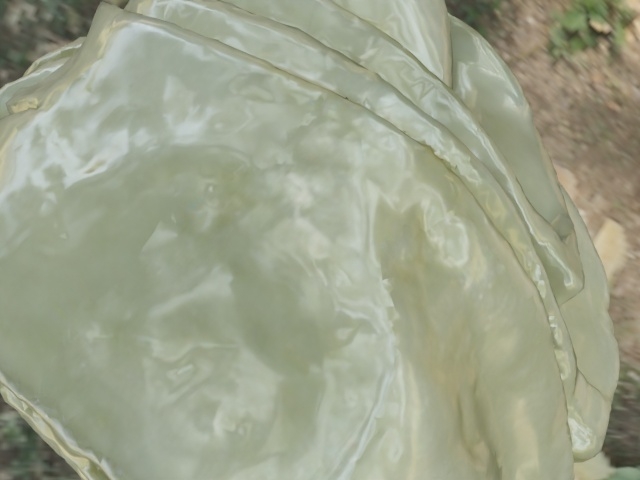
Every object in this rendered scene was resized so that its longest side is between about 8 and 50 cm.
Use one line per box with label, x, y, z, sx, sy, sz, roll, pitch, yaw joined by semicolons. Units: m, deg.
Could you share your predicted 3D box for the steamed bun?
steamed bun;-0.002;-0.002;0.724;0.276;0.289;0.203;44;97;17
